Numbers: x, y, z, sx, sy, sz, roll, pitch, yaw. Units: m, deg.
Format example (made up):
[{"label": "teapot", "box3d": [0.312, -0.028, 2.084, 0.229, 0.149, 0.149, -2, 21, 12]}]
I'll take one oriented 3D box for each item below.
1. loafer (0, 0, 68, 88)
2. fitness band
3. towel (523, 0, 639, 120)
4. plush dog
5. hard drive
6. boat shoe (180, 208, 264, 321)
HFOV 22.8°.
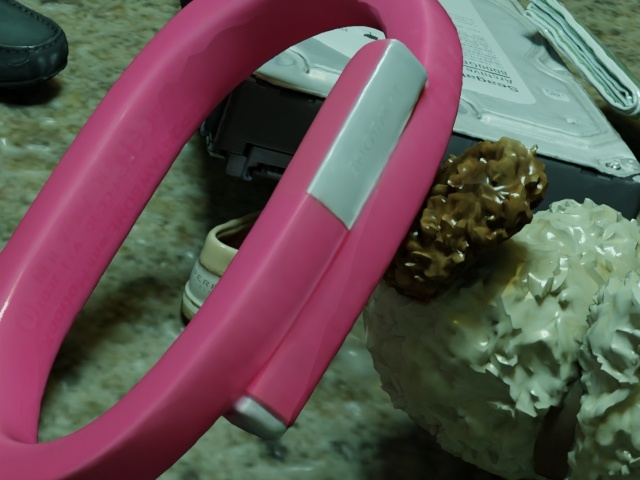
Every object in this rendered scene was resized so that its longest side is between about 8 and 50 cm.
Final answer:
[{"label": "loafer", "box3d": [-0.258, -0.154, 0.976, 0.223, 0.078, 0.076, 20, 33, 12]}, {"label": "fitness band", "box3d": [-0.052, -0.008, 0.679, 0.209, 0.054, 0.291, 6, 59, 53]}, {"label": "towel", "box3d": [0.194, -0.097, 1.026, 0.152, 0.023, 0.113, 26, 25, -56]}, {"label": "plush dog", "box3d": [0.126, 0.059, 0.686, 0.225, 0.262, 0.210, 16, 60, 19]}, {"label": "hard drive", "box3d": [0.038, -0.108, 0.962, 0.237, 0.064, 0.339, 14, 25, -13]}, {"label": "boat shoe", "box3d": [0.000, 0.000, 0.847, 0.063, 0.059, 0.170, 33, 37, 29]}]
